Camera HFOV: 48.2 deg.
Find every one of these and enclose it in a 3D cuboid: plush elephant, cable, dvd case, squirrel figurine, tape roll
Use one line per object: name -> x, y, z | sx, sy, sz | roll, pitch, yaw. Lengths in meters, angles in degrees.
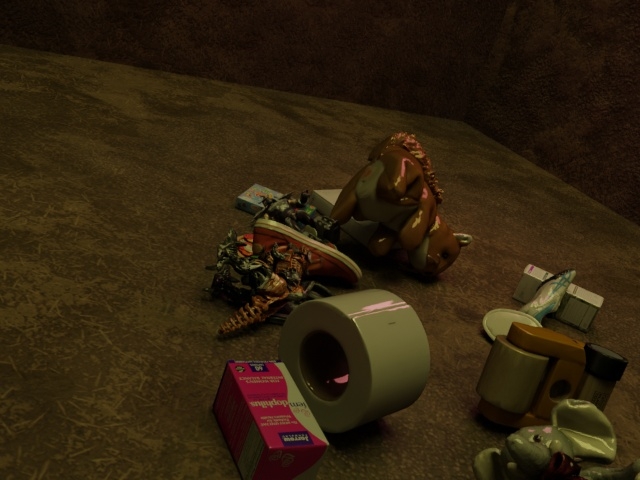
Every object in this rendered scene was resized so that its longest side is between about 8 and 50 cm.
plush elephant -> 0.394, 0.404, 1.183 | 0.255, 0.272, 0.330 | 49, 7, 28
cable -> 0.079, 0.187, 1.689 | 0.287, 0.072, 0.139 | 15, 36, 5
dvd case -> -0.060, 0.143, 1.719 | 0.164, 0.018, 0.221 | 12, 23, -18
squirrel figurine -> 0.275, -0.099, 2.079 | 0.370, 0.281, 0.397 | 40, 44, -21
tape roll -> 0.061, 0.221, 1.351 | 0.169, 0.246, 0.246 | -5, 33, -45

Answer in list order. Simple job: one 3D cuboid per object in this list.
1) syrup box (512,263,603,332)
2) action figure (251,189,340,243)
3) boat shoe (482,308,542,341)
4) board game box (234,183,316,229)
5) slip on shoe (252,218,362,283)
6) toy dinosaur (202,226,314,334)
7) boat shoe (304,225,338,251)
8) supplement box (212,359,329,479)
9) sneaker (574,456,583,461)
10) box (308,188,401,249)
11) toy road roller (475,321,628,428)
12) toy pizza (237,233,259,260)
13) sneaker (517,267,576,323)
syrup box -> 0.704, 0.169, 2.129 | 0.236, 0.093, 0.096 | 27, 25, 19
action figure -> -0.073, -0.063, 2.018 | 0.285, 0.099, 0.185 | 34, 67, 33
boat shoe -> 0.560, 0.279, 1.820 | 0.319, 0.116, 0.099 | 25, -20, 31
board game box -> -0.134, -0.101, 2.182 | 0.211, 0.039, 0.160 | 21, 24, 8
slip on shoe -> -0.037, 0.049, 1.825 | 0.331, 0.101, 0.123 | 25, -13, -31
toy dinosaur -> -0.135, 0.089, 1.602 | 0.218, 0.164, 0.322 | 26, 20, 10
boat shoe -> 0.000, 0.000, 2.044 | 0.043, 0.049, 0.137 | 3, 30, -39
supplement box -> -0.089, 0.311, 1.208 | 0.111, 0.114, 0.220 | 5, 28, -30
sneaker -> 0.555, 0.423, 1.489 | 0.118, 0.067, 0.042 | 8, 25, -23
box -> 0.149, -0.072, 2.301 | 0.232, 0.058, 0.322 | -6, 35, -44
toy road roller -> 0.479, 0.287, 1.587 | 0.329, 0.203, 0.240 | 15, 11, -20
toy pizza -> -0.143, 0.028, 1.895 | 0.201, 0.032, 0.201 | 16, 23, -7
sneaker -> 0.647, 0.165, 2.020 | 0.237, 0.085, 0.086 | -41, 89, -23
